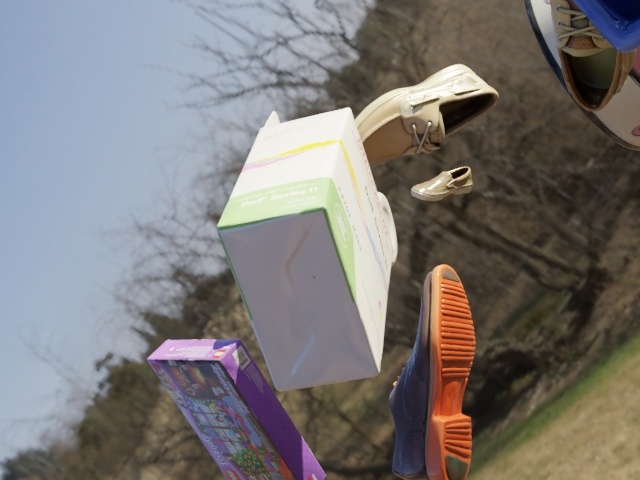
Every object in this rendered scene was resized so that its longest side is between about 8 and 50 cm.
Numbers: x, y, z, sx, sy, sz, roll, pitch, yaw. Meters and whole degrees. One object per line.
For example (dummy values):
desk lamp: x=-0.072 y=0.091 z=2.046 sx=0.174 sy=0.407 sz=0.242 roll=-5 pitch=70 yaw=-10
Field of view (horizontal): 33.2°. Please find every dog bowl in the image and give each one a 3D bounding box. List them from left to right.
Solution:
dog bowl: x=0.553 y=-0.376 z=1.954 sx=0.150 sy=0.408 sz=0.408 roll=-31 pitch=16 yaw=37

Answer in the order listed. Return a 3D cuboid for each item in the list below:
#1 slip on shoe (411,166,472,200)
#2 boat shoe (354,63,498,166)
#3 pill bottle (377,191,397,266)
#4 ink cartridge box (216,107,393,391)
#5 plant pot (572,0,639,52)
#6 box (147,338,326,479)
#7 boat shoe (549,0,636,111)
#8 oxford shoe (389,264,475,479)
slip on shoe: x=0.209 y=-0.098 z=1.837 sx=0.135 sy=0.051 sz=0.041 roll=-10 pitch=-61 yaw=-35
boat shoe: x=0.191 y=-0.230 z=2.060 sx=0.341 sy=0.110 sz=0.121 roll=-33 pitch=-40 yaw=-20
pill bottle: x=0.000 y=0.000 z=1.676 sx=0.221 sy=0.121 sz=0.121 roll=-10 pitch=16 yaw=16
ink cartridge box: x=-0.001 y=-0.015 z=1.220 sx=0.119 sy=0.207 sz=0.353 roll=-13 pitch=25 yaw=13
plant pot: x=0.275 y=-0.319 z=0.793 sx=0.212 sy=0.236 sz=0.236 roll=-39 pitch=-1 yaw=-34
box: x=-0.139 y=0.292 z=1.765 sx=0.201 sy=0.293 sz=0.057 roll=-7 pitch=30 yaw=47
boat shoe: x=0.382 y=-0.310 z=1.502 sx=0.324 sy=0.123 sz=0.120 roll=59 pitch=-137 yaw=-47
oxford shoe: x=0.127 y=0.164 z=1.324 sx=0.097 sy=0.098 sz=0.271 roll=19 pitch=-108 yaw=-51
